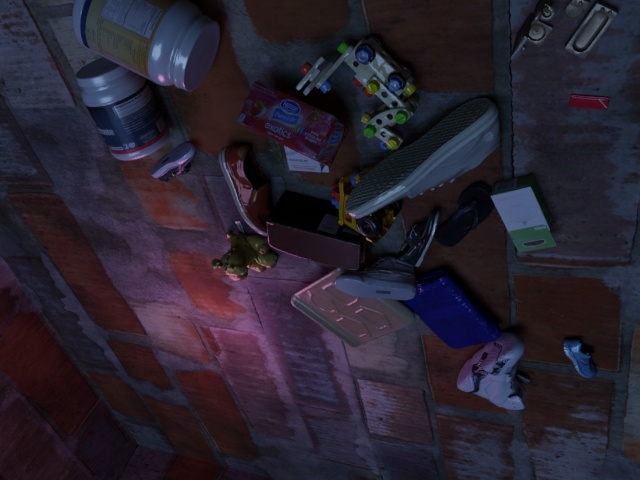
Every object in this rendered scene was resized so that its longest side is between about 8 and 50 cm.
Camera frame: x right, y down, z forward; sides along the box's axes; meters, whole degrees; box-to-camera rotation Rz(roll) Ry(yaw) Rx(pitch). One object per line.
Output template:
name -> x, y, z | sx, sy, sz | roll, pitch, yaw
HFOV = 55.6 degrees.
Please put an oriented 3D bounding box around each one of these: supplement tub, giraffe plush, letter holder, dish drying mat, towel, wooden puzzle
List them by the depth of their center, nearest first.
dish drying mat -> 0.619, -0.318, 1.398 | 0.083, 0.008, 0.032 | 9, 135, 19
supplement tub -> -0.443, -0.541, 1.568 | 0.316, 0.228, 0.228 | 26, 137, 2
supplement tub -> -0.585, -0.394, 1.805 | 0.191, 0.191, 0.272 | 2, 131, 25
letter holder -> 0.000, 0.000, 1.913 | 0.302, 0.152, 0.214 | 15, 137, 14
towel -> 0.419, 0.223, 1.973 | 0.308, 0.076, 0.228 | 45, 142, -17
wooden puzzle -> 0.109, 0.219, 2.095 | 0.322, 0.080, 0.348 | 37, 141, -13
giraffe plush -> -0.273, 0.065, 2.096 | 0.182, 0.170, 0.210 | -17, 121, 38

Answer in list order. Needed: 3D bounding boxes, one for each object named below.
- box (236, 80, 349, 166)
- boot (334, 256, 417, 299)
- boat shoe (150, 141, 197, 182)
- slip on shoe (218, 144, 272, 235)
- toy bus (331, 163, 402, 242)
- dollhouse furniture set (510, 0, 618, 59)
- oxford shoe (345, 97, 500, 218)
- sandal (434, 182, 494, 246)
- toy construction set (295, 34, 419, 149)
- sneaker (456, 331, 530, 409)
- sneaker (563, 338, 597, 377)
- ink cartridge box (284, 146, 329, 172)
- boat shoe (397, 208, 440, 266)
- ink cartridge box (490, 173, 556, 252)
box -> -0.072, -0.308, 1.608 | 0.257, 0.128, 0.122 | 28, 95, 20
boot -> 0.174, 0.110, 1.915 | 0.259, 0.123, 0.095 | 9, 143, -6
boat shoe -> -0.463, -0.245, 1.975 | 0.229, 0.080, 0.076 | -24, 134, 37
slip on shoe -> -0.206, -0.152, 1.903 | 0.101, 0.123, 0.331 | -7, 122, 27
toy bus -> 0.117, -0.135, 1.748 | 0.212, 0.149, 0.220 | 26, 137, 26
dollhouse furniture set -> 0.507, -0.430, 1.264 | 0.151, 0.123, 0.144 | 27, 137, 1
oxford shoe -> 0.263, -0.177, 1.521 | 0.449, 0.169, 0.130 | -34, 123, 13
sandal -> 0.410, -0.058, 1.716 | 0.097, 0.054, 0.254 | 27, 137, 1
toy construction set -> 0.111, -0.375, 1.515 | 0.328, 0.151, 0.215 | 30, 138, -18
sneaker -> 0.626, 0.443, 2.028 | 0.210, 0.137, 0.365 | 28, 142, -1
sneaker -> 0.829, 0.370, 1.904 | 0.073, 0.063, 0.162 | -27, 115, 38
ink cartridge box -> -0.042, -0.259, 1.751 | 0.105, 0.061, 0.181 | 7, 133, 21
boat shoe -> 0.294, -0.009, 1.802 | 0.079, 0.084, 0.233 | 24, 140, 4
ink cartridge box -> 0.550, -0.070, 1.628 | 0.109, 0.062, 0.209 | -13, 123, 36
